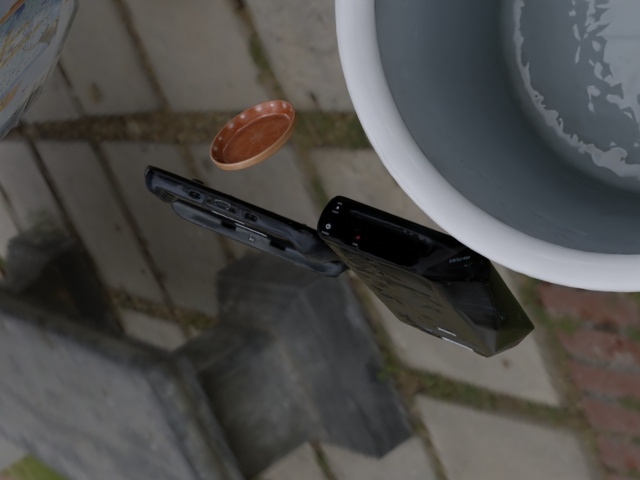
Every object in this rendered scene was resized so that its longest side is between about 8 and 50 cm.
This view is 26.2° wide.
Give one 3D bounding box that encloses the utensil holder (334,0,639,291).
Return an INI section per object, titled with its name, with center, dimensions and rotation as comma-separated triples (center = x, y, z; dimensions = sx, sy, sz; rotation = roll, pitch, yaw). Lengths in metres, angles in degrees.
[utensil holder]
center = 0.222, -0.156, 0.922
dimensions = 0.328, 0.385, 0.327
rotation = 3, 98, 18

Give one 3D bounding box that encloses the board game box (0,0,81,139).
[board game box]
center = -0.204, -0.156, 0.819
dimensions = 0.066, 0.318, 0.318
rotation = 28, 124, -3

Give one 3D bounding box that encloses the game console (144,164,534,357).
[game console]
center = 0.000, 0.000, 1.159
dimensions = 0.361, 0.044, 0.213
rotation = 21, 167, 27

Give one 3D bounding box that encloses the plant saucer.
[plant saucer]
center = -0.056, -0.089, 1.184
dimensions = 0.083, 0.083, 0.013
rotation = 23, 152, 51
